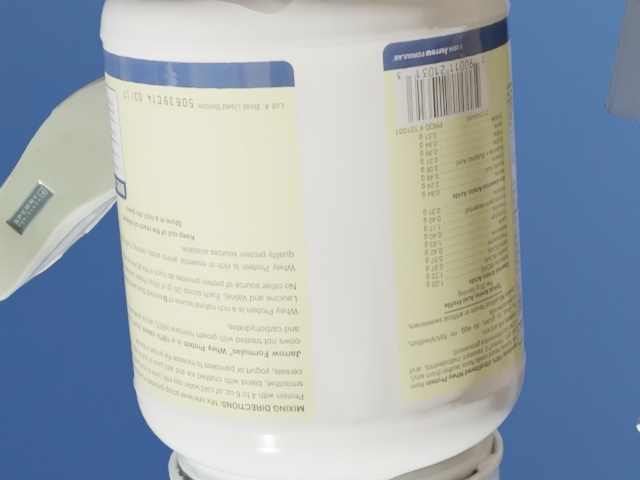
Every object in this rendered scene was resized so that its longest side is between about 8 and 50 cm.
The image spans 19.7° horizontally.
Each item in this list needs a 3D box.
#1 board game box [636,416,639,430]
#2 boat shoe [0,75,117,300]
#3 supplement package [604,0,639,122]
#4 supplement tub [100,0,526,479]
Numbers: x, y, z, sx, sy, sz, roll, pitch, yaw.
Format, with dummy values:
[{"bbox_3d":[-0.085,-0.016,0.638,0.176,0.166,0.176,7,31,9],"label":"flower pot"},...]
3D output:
[{"bbox_3d":[0.428,0.016,1.491,0.066,0.318,0.318,47,-141,-8],"label":"board game box"},{"bbox_3d":[-0.196,-0.046,1.417,0.079,0.227,0.081,45,-171,-1],"label":"boat shoe"},{"bbox_3d":[0.331,-0.214,1.232,0.199,0.198,0.263,17,-123,12],"label":"supplement package"},{"bbox_3d":[0.000,0.000,1.082,0.235,0.235,0.325,-21,-68,-49],"label":"supplement tub"}]
